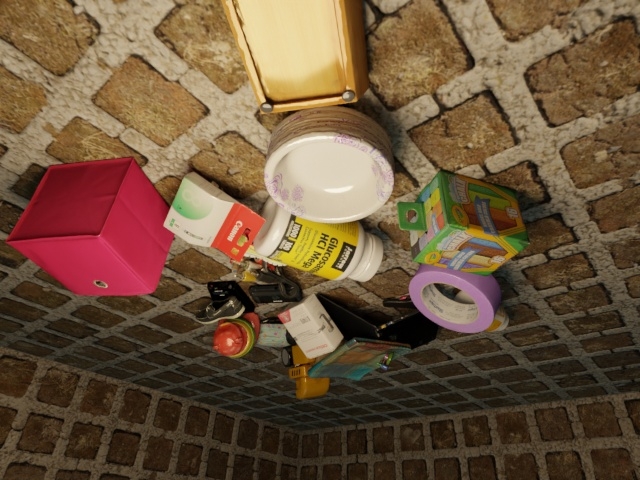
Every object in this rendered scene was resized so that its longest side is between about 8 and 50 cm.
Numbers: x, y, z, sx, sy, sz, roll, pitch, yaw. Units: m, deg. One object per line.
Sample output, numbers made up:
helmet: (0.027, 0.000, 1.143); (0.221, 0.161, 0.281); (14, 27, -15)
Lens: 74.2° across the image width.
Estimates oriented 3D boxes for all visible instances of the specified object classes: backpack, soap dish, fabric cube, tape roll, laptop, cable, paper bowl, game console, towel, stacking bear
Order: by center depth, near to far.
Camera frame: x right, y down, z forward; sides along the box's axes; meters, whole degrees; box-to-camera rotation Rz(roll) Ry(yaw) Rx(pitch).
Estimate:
soap dish: (-0.041, -0.356, 0.720); (0.228, 0.118, 0.291); (-4, 144, 10)
paper bowl: (0.021, -0.176, 0.948); (0.284, 0.148, 0.284); (2, 146, 1)
fabric cube: (-0.573, -0.028, 1.116); (0.253, 0.259, 0.258); (-2, 145, 10)
tape roll: (0.428, 0.172, 1.360); (0.274, 0.090, 0.275); (24, 143, 20)
cable: (-0.156, 0.111, 1.438); (0.139, 0.072, 0.287); (-49, 143, 9)
stacking bear: (-0.333, 0.371, 1.625); (0.175, 0.165, 0.289); (-10, 173, -1)
game console: (-0.245, 0.216, 1.631); (0.360, 0.044, 0.213); (-4, 146, 12)
towel: (0.143, 0.475, 1.666); (0.271, 0.040, 0.370); (13, 142, -27)
laptop: (0.239, 0.311, 1.700); (0.407, 0.236, 0.382); (-22, 146, -4)
backpack: (-0.192, 0.404, 1.833); (0.181, 0.115, 0.152); (-2, 148, 12)

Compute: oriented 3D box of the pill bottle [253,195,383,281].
pill bottle: (0.000, 0.000, 1.168); (0.333, 0.188, 0.188); (20, 142, -23)

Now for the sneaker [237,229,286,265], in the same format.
sneaker: (-0.155, 0.016, 1.302); (0.208, 0.082, 0.094); (9, 140, -10)

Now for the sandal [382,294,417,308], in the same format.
sandal: (0.325, 0.229, 1.603); (0.179, 0.040, 0.067); (0, 144, 15)

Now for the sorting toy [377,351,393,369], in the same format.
sorting toy: (0.240, 0.451, 1.585); (0.042, 0.061, 0.102); (23, 139, 17)

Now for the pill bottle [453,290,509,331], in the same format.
pill bottle: (0.595, 0.264, 1.560); (0.214, 0.117, 0.117); (26, 140, -28)

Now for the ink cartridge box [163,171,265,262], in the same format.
ink cartridge box: (-0.282, -0.046, 1.109); (0.224, 0.056, 0.181); (35, 125, -3)

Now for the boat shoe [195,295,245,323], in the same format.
boat shoe: (-0.394, 0.259, 1.612); (0.233, 0.084, 0.079); (-17, 123, 31)

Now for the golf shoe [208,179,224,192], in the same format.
golf shoe: (-0.336, -0.110, 1.160); (0.186, 0.067, 0.086); (-19, 115, 27)

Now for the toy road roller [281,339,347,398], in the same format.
toy road roller: (-0.022, 0.571, 1.885); (0.202, 0.241, 0.329); (1, 160, -30)

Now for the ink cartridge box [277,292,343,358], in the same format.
ink cartridge box: (-0.037, 0.335, 1.647); (0.158, 0.092, 0.218); (-30, 95, 39)

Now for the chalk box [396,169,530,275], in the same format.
chalk box: (0.338, -0.046, 1.081); (0.288, 0.180, 0.179); (12, 145, -14)

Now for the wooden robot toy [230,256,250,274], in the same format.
wooden robot toy: (-0.270, 0.096, 1.425); (0.076, 0.079, 0.173); (10, 144, -10)

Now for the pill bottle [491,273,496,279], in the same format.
pill bottle: (0.543, 0.144, 1.417); (0.087, 0.087, 0.160); (-17, 140, 27)
